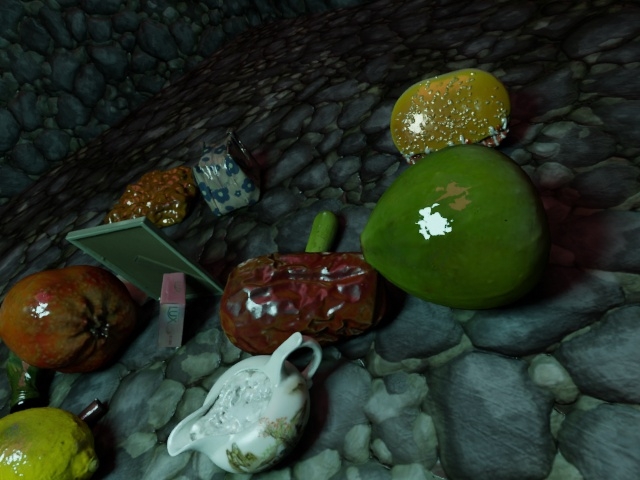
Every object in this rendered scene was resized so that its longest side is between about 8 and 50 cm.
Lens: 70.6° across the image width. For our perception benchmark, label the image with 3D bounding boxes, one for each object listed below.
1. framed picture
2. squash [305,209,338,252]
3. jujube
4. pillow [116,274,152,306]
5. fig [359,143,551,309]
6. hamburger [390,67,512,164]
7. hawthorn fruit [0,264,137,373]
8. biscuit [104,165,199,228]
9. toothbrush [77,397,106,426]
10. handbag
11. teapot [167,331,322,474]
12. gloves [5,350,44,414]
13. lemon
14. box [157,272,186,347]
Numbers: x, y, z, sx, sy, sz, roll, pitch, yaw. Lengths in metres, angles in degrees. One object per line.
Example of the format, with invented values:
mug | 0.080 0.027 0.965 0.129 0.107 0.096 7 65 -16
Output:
framed picture | -0.406 0.061 1.094 0.241 0.324 0.020 -10 52 24
squash | 0.000 0.000 1.121 0.066 0.066 0.201 -6 43 26
jujube | -0.031 0.120 0.910 0.342 0.216 0.216 -9 39 5
pillow | -0.524 0.109 1.334 0.230 0.050 0.148 12 48 44
fig | 0.228 -0.015 0.804 0.316 0.316 0.316 -17 38 14
hamburger | 0.330 -0.309 1.154 0.295 0.227 0.151 -12 17 25
hawthorn fruit | -0.644 0.183 1.134 0.330 0.287 0.287 8 50 32
biscuit | -0.589 -0.153 1.632 0.318 0.110 0.312 -15 38 17
toothbrush | -0.616 0.485 0.960 0.364 0.041 0.041 -44 40 -20
handbag | -0.308 -0.230 1.477 0.190 0.193 0.251 -17 39 7
teapot | -0.113 0.286 0.794 0.298 0.139 0.204 -42 38 -13
gloves | -0.752 0.328 1.170 0.107 0.135 0.268 8 32 -23
lemon | -0.550 0.419 0.870 0.257 0.188 0.188 -1 42 6
box | -0.353 0.168 1.080 0.060 0.156 0.111 5 35 -19
